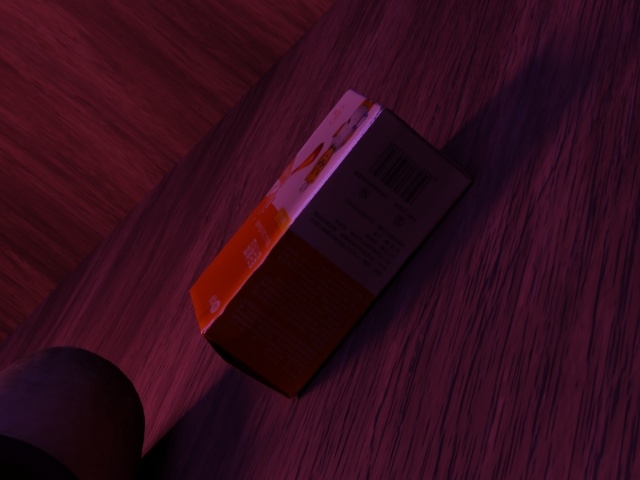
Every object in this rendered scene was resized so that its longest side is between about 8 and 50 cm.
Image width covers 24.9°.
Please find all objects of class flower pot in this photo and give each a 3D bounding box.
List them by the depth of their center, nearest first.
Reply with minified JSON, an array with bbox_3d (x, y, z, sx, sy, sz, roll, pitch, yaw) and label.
[{"bbox_3d":[-0.372,0.303,1.916,0.293,0.293,0.330,-45,8,25],"label":"flower pot"}]

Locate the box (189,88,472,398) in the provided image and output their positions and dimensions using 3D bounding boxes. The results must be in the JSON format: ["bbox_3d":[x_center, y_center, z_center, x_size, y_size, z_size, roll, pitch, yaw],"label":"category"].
[{"bbox_3d":[0.000,0.000,1.735,0.341,0.143,0.225,-50,14,3],"label":"box"}]
